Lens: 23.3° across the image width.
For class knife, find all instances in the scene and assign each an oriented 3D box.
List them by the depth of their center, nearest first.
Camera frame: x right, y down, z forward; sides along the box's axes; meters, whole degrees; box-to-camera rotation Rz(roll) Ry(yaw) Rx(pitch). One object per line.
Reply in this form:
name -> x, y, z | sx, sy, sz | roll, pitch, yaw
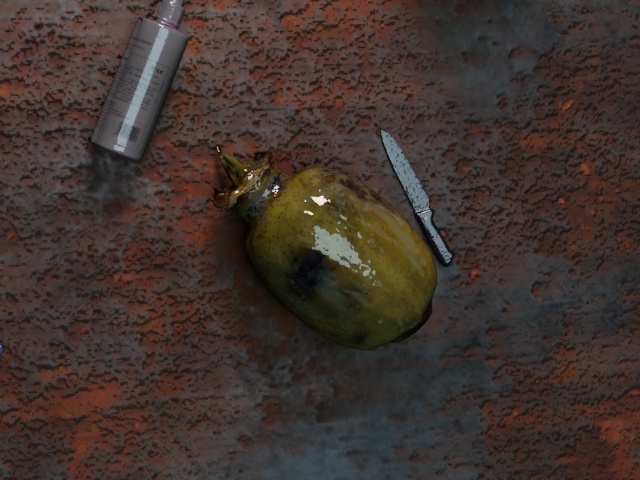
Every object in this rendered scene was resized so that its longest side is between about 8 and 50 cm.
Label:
knife -> 0.104, -0.047, 1.672 | 0.023, 0.010, 0.170 | -31, 104, -12

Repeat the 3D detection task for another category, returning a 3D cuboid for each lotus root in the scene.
lotus root -> 0.000, 0.001, 1.577 | 0.278, 0.154, 0.154 | 42, 83, -14

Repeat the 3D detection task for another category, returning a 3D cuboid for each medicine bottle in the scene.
medicine bottle -> -0.169, -0.179, 1.537 | 0.057, 0.057, 0.199 | 20, 90, -20

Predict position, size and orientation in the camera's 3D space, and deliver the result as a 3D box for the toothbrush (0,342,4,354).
toothbrush -> -0.437, 0.155, 1.512 | 0.269, 0.021, 0.027 | -21, 116, -14
